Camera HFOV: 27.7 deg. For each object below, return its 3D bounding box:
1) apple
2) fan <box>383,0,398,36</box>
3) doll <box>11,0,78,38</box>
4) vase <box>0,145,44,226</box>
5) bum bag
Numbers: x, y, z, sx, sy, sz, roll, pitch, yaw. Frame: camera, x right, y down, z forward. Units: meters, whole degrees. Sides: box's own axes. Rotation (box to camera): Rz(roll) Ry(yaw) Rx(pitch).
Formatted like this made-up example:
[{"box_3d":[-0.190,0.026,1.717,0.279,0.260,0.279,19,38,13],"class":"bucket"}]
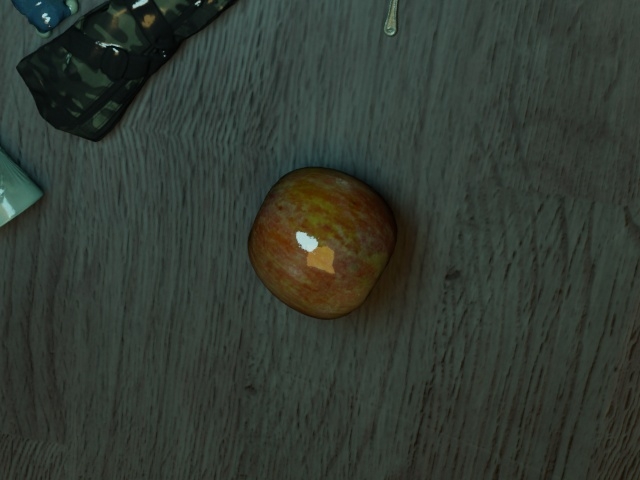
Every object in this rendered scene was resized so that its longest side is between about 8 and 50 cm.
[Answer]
[{"box_3d":[0.000,0.000,1.646,0.174,0.188,0.188,30,111,-1],"class":"apple"},{"box_3d":[0.099,-0.357,1.591,0.132,0.009,0.220,9,112,3],"class":"fan"},{"box_3d":[-0.352,-0.304,1.636,0.076,0.050,0.083,-35,103,13],"class":"doll"},{"box_3d":[-0.463,-0.123,1.697,0.096,0.096,0.219,-30,103,16],"class":"vase"},{"box_3d":[-0.236,-0.263,1.617,0.340,0.095,0.144,-41,118,20],"class":"bum bag"}]
